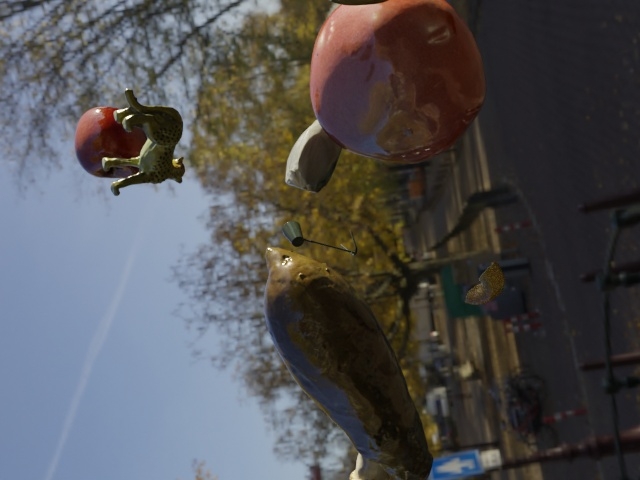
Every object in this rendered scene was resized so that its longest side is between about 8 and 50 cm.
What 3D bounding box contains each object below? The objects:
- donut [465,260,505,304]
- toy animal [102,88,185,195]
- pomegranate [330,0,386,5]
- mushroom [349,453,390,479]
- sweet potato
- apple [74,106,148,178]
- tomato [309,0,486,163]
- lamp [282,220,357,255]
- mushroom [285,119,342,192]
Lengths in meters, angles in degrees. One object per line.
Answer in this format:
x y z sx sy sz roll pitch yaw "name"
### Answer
0.279 0.080 1.539 0.067 0.083 0.038 60 -142 -16 "donut"
-0.252 -0.153 1.356 0.073 0.136 0.181 52 136 35 "toy animal"
0.076 -0.516 1.358 0.319 0.319 0.319 -9 -90 -86 "pomegranate"
0.104 0.408 1.766 0.071 0.084 0.209 -111 21 -64 "mushroom"
0.050 0.180 1.121 0.422 0.131 0.130 57 -166 -23 "sweet potato"
-0.510 -0.237 2.178 0.181 0.181 0.168 69 -158 -71 "apple"
0.148 -0.306 1.690 0.341 0.342 0.272 76 -159 -51 "tomato"
-0.001 0.000 1.482 0.054 0.121 0.041 -118 42 -52 "lamp"
0.017 -0.225 1.909 0.109 0.097 0.351 96 -161 -53 "mushroom"
